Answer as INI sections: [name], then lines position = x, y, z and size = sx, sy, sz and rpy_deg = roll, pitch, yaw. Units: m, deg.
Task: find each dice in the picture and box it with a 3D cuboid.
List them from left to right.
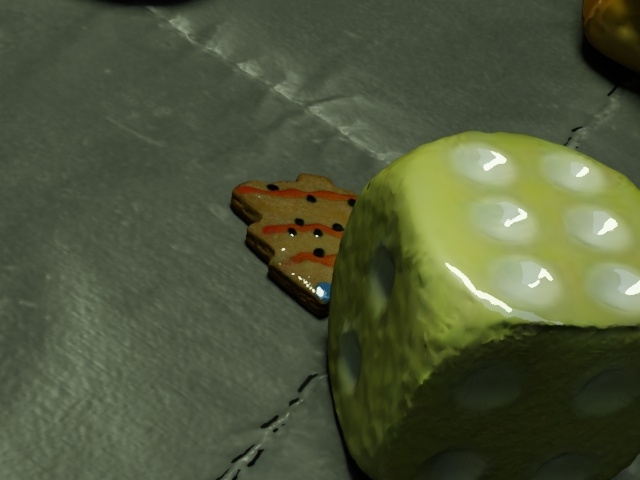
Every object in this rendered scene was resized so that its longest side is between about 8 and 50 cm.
[dice]
position = 0.105, 0.049, 0.952
size = 0.166, 0.169, 0.169
rpy_deg = 4, 43, -18

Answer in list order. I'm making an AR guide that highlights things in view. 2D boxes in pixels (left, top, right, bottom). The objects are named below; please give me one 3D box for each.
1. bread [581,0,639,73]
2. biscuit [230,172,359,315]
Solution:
[bread]
position = 0.422, -0.251, 1.349
size = 0.361, 0.250, 0.394
rpy_deg = 23, 42, 5
[biscuit]
position = 0.000, 0.000, 1.082
size = 0.119, 0.019, 0.130
rpy_deg = 7, 42, -14
